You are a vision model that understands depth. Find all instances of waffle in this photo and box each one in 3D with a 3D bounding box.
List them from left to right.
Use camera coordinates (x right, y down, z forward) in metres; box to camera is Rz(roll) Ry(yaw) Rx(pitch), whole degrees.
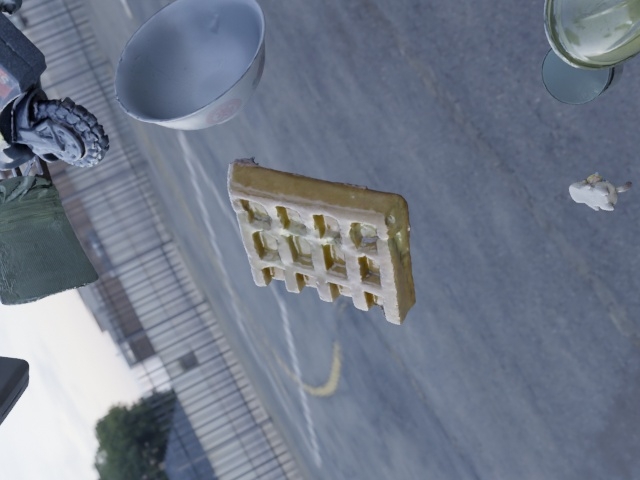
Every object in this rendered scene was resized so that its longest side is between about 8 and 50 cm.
[{"bbox_3d":[0.001,0.000,1.788,0.348,0.077,0.304,13,142,22],"label":"waffle"}]

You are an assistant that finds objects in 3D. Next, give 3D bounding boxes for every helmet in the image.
[{"bbox_3d":[0.484,-0.384,1.521,0.204,0.257,0.137,44,172,-20],"label":"helmet"}]

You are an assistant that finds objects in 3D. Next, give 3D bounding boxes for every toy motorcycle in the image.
[{"bbox_3d":[-0.352,-0.171,0.971,0.307,0.108,0.173,45,141,-21],"label":"toy motorcycle"}]

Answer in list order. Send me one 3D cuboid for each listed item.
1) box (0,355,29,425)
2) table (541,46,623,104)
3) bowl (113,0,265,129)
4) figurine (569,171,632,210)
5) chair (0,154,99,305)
[{"bbox_3d":[-0.521,0.238,1.490,0.243,0.103,0.055,-102,20,-77],"label":"box"},{"bbox_3d":[0.503,-0.329,1.870,0.126,0.126,0.220,64,-153,0],"label":"table"},{"bbox_3d":[-0.237,-0.340,2.009,0.345,0.346,0.157,55,-178,39],"label":"bowl"},{"bbox_3d":[0.411,-0.075,1.434,0.083,0.051,0.047,24,140,52],"label":"figurine"},{"bbox_3d":[-0.484,-0.033,1.529,0.186,0.160,0.319,-38,72,53],"label":"chair"}]
